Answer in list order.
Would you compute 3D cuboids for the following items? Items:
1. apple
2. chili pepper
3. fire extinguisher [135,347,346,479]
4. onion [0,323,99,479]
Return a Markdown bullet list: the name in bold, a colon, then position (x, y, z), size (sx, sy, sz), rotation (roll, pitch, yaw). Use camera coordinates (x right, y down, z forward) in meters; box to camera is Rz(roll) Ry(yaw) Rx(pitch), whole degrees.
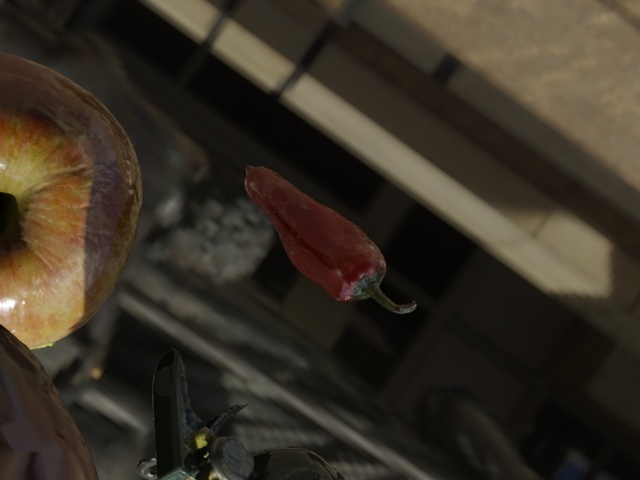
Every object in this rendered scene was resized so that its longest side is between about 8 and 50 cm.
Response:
- **apple**: position (-0.226, -0.026, 1.348), size (0.211, 0.211, 0.188), rotation (-55, -174, -5)
- **chili pepper**: position (-0.001, 0.000, 1.433), size (0.059, 0.191, 0.050), rotation (7, 119, -50)
- **fire extinguisher**: position (0.021, 0.185, 0.964), size (0.095, 0.311, 0.114), rotation (-32, -156, 35)
- **onion**: position (-0.275, 0.187, 1.042), size (0.348, 0.347, 0.385), rotation (-57, 160, -22)
